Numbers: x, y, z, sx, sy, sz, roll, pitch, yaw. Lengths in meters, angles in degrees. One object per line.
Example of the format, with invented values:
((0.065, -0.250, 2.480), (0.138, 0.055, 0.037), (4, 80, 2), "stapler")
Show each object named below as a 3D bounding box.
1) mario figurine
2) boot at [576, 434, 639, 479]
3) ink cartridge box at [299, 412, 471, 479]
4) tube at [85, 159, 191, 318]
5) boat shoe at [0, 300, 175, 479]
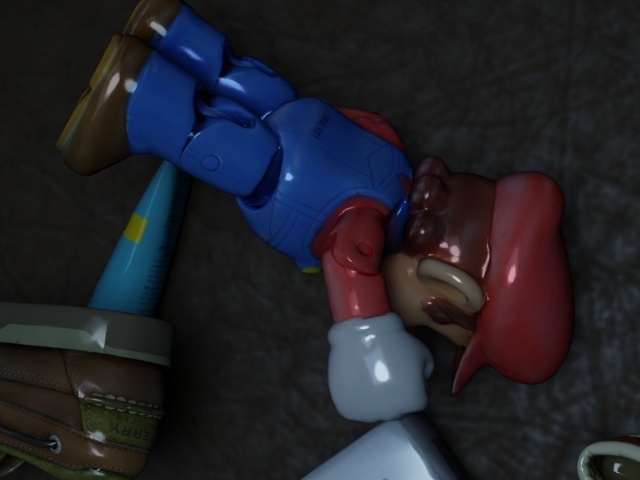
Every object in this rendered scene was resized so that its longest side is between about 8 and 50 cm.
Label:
((0.000, 0.000, 0.791), (0.320, 0.170, 0.198), (31, 69, -5), "mario figurine")
((0.213, 0.156, 0.737), (0.158, 0.084, 0.059), (26, 90, 33), "boot")
((-0.012, 0.335, 0.796), (0.385, 0.091, 0.308), (-36, 75, 7), "ink cartridge box")
((-0.125, 0.035, 0.875), (0.052, 0.080, 0.207), (22, 93, -3), "tube")
((-0.223, 0.094, 0.830), (0.307, 0.110, 0.104), (-2, 77, 41), "boat shoe")
